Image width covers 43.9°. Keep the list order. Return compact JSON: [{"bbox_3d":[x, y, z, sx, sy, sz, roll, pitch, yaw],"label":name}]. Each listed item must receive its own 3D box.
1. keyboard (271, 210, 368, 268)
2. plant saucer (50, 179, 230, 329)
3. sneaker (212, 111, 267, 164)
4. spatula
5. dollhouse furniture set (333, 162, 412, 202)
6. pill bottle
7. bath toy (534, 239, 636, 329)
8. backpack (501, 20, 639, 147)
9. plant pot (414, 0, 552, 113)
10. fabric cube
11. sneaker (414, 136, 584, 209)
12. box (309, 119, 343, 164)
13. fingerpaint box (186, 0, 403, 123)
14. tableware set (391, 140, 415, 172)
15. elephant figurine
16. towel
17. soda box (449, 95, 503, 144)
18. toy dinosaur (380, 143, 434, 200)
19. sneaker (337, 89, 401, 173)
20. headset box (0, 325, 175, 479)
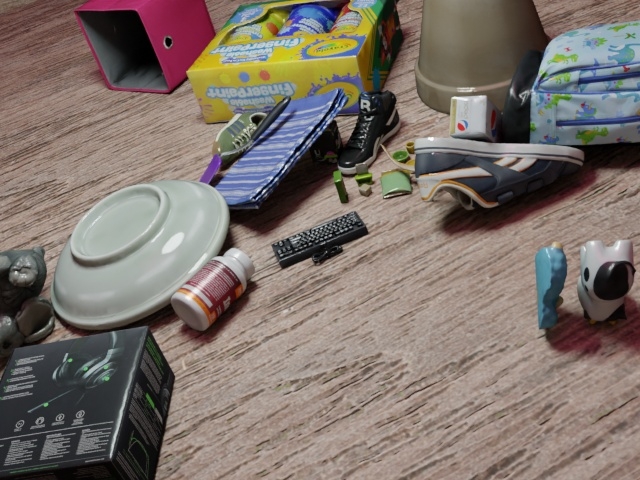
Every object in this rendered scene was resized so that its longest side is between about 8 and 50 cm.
[{"bbox_3d":[0.000,0.000,1.521,0.180,0.023,0.108,-23,38,-5],"label":"keyboard"},{"bbox_3d":[-0.378,-0.006,1.573,0.400,0.100,0.400,-16,40,14],"label":"plant saucer"},{"bbox_3d":[-0.181,-0.246,1.858,0.086,0.064,0.192,-5,36,24],"label":"sneaker"},{"bbox_3d":[-0.173,-0.214,1.758,0.296,0.030,0.084,-42,26,3],"label":"spatula"},{"bbox_3d":[0.106,-0.124,1.601,0.151,0.058,0.076,-11,39,8],"label":"dollhouse furniture set"},{"bbox_3d":[-0.190,0.085,1.438,0.086,0.086,0.152,18,50,37],"label":"pill bottle"},{"bbox_3d":[0.496,0.068,1.161,0.348,0.151,0.129,-3,79,14],"label":"bath toy"},{"bbox_3d":[0.551,-0.292,1.505,0.355,0.273,0.290,15,32,17],"label":"backpack"},{"bbox_3d":[0.349,-0.479,1.764,0.323,0.280,0.323,-11,39,9],"label":"plant pot"},{"bbox_3d":[-0.482,-0.596,2.257,0.259,0.254,0.258,10,44,32],"label":"fabric cube"},{"bbox_3d":[0.327,-0.118,1.468,0.321,0.127,0.126,2,0,-7],"label":"sneaker"},{"bbox_3d":[0.009,-0.213,1.727,0.062,0.083,0.052,-1,41,20],"label":"box"},{"bbox_3d":[-0.054,-0.472,2.006,0.444,0.163,0.371,1,41,22],"label":"fingerpaint box"},{"bbox_3d":[0.223,-0.171,1.641,0.104,0.024,0.154,-35,41,-20],"label":"tableware set"},{"bbox_3d":[-0.594,0.142,1.495,0.186,0.239,0.169,-3,8,-31],"label":"elephant figurine"},{"bbox_3d":[-0.103,-0.196,1.692,0.336,0.040,0.243,-52,28,-22],"label":"towel"},{"bbox_3d":[0.305,-0.217,1.522,0.069,0.074,0.216,2,-3,23],"label":"soda box"},{"bbox_3d":[0.216,-0.137,1.567,0.211,0.064,0.112,1,42,18],"label":"toy dinosaur"},{"bbox_3d":[0.091,-0.248,1.708,0.079,0.121,0.217,12,47,34],"label":"sneaker"},{"bbox_3d":[-0.380,0.278,1.239,0.246,0.131,0.283,-11,38,9],"label":"headset box"}]
